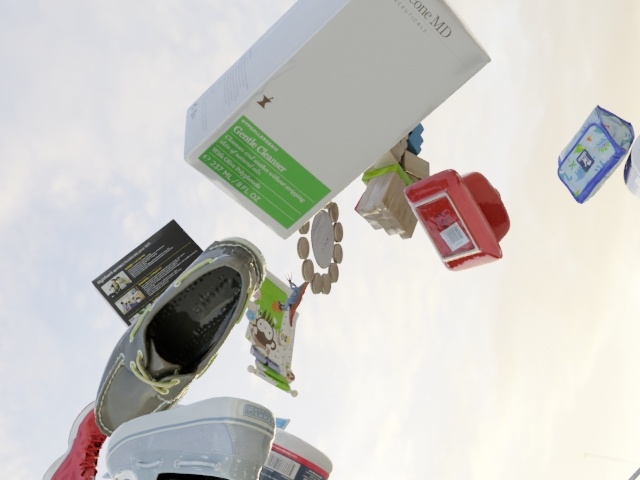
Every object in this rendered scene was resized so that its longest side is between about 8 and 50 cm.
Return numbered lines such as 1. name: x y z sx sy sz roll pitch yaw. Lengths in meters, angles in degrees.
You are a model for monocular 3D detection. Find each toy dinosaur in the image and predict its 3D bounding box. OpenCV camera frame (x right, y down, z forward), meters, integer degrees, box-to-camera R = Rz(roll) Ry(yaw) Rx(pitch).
1. toy dinosaur: -0.039 0.096 1.585 0.090 0.082 0.047 59 -172 0

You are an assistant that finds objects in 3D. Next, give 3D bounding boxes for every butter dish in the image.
1. butter dish: 0.233 -0.047 1.381 0.118 0.160 0.160 -31 -87 -27

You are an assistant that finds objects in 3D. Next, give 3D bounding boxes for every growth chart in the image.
1. growth chart: -0.094 0.176 1.763 0.172 0.021 0.237 32 -127 -45

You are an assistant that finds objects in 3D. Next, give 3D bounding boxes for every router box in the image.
1. router box: -0.273 0.068 1.497 0.179 0.133 0.046 -39 -16 -16

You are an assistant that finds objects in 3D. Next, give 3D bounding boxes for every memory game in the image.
1. memory game: 0.000 0.000 1.459 0.186 0.012 0.186 -2 -90 -67

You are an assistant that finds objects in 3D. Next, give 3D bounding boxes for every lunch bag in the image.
1. lunch bag: 0.492 -0.149 1.589 0.129 0.096 0.151 -60 9 35

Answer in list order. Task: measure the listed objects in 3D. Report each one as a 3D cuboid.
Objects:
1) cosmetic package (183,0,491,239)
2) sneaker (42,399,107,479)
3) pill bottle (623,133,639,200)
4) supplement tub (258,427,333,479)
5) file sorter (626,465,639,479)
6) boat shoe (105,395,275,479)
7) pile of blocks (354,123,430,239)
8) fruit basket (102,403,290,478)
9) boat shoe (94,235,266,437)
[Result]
1. cosmetic package: 0.012 -0.202 1.162 0.197 0.365 0.155 38 -157 -27
2. sneaker: -0.441 0.424 1.721 0.087 0.128 0.221 31 -94 -45
3. pill bottle: 0.495 -0.116 1.285 0.169 0.094 0.094 43 -125 -74
4. supplement tub: -0.108 0.529 1.791 0.272 0.191 0.191 -63 -35 -19
5. file sorter: 0.547 0.398 1.151 0.278 0.193 0.173 35 -78 -21
6. boat shoe: -0.125 0.197 0.762 0.079 0.227 0.081 32 -129 -28
7. pile of blocks: 0.125 -0.172 1.712 0.149 0.113 0.362 24 -117 -45
8. fruit basket: -0.278 0.466 2.055 0.353 0.327 0.165 -51 -39 -61
9. boat shoe: -0.181 0.125 1.068 0.305 0.109 0.091 -51 4 11
